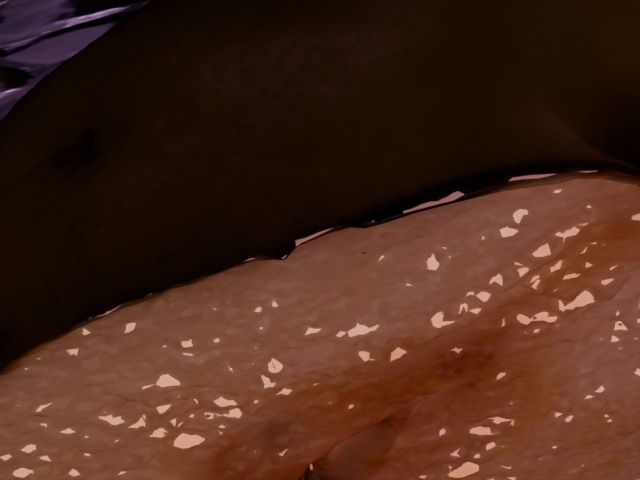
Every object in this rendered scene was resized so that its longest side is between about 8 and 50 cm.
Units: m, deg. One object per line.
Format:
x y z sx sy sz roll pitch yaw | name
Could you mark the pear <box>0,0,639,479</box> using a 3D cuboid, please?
0.000 0.000 0.762 0.340 0.191 0.386 8 144 -37 | pear
